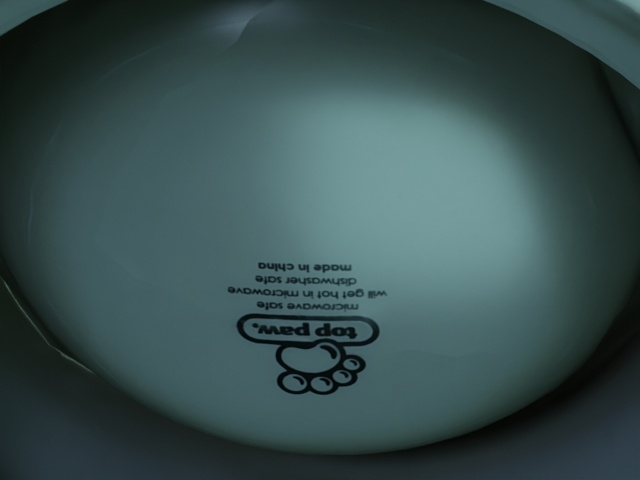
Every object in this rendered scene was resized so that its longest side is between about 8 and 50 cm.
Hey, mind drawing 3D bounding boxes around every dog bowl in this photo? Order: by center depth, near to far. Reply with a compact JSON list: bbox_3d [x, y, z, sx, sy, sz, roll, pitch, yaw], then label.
[{"bbox_3d":[0.000,0.000,0.762,0.408,0.150,0.408,2,130,3],"label":"dog bowl"}]
